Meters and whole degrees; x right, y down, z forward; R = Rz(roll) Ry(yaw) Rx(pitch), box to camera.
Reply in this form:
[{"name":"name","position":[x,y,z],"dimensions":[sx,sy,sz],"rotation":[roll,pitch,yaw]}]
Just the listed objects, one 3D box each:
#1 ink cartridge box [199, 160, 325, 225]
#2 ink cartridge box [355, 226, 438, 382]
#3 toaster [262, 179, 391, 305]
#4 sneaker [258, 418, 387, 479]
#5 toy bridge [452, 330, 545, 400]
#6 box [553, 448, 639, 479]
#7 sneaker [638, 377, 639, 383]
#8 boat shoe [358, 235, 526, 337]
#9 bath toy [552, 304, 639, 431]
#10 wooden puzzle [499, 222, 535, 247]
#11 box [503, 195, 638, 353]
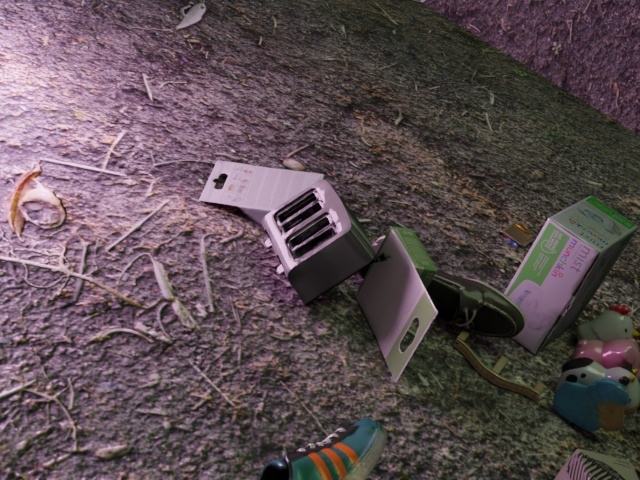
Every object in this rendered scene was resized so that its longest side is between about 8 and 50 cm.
[{"name":"ink cartridge box","position":[-0.113,-0.089,1.927],"dimensions":[0.232,0.066,0.189],"rotation":[4,30,5]},{"name":"ink cartridge box","position":[0.147,0.111,1.663],"dimensions":[0.056,0.171,0.235],"rotation":[8,34,-28]},{"name":"toaster","position":[0.000,0.000,1.708],"dimensions":[0.110,0.186,0.168],"rotation":[52,8,-44]},{"name":"sneaker","position":[-0.007,0.318,1.286],"dimensions":[0.121,0.108,0.302],"rotation":[35,33,9]},{"name":"toy bridge","position":[0.327,0.238,1.742],"dimensions":[0.188,0.026,0.063],"rotation":[34,34,15]},{"name":"box","position":[0.447,0.453,1.425],"dimensions":[0.113,0.094,0.275],"rotation":[16,31,-16]},{"name":"sneaker","position":[0.730,0.274,1.925],"dimensions":[0.163,0.086,0.226],"rotation":[34,32,10]},{"name":"boat shoe","position":[0.222,0.108,1.802],"dimensions":[0.335,0.112,0.095],"rotation":[29,43,16]},{"name":"bath toy","position":[0.553,0.233,1.818],"dimensions":[0.151,0.129,0.348],"rotation":[30,30,9]},{"name":"wooden puzzle","position":[0.470,-0.011,2.254],"dimensions":[0.078,0.014,0.116],"rotation":[37,31,27]},{"name":"box","position":[0.490,0.068,1.897],"dimensions":[0.127,0.262,0.231],"rotation":[38,33,22]}]
